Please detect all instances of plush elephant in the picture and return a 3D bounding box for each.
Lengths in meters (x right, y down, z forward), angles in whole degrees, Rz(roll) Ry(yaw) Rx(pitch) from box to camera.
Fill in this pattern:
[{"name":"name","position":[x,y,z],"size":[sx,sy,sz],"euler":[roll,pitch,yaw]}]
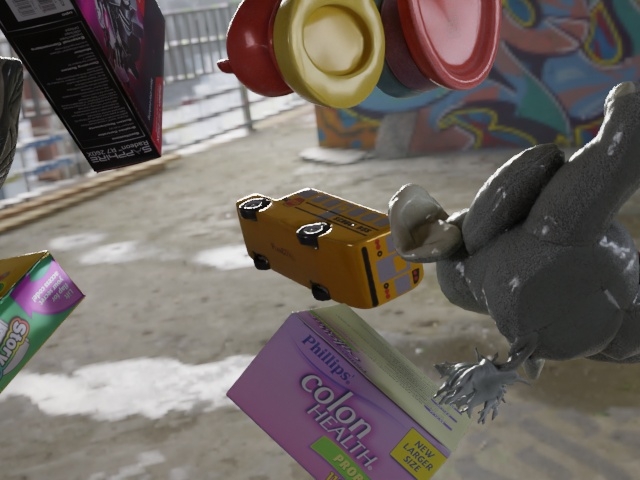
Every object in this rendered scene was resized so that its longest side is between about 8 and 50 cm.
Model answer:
[{"name":"plush elephant","position":[0.220,0.015,1.003],"size":[0.330,0.272,0.255],"euler":[-40,24,5]}]

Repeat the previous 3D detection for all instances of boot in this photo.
[{"name":"boot","position":[-0.529,-0.174,1.397],"size":[0.178,0.236,0.085],"euler":[18,28,-3]}]

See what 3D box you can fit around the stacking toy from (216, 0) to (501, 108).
[{"name":"stacking toy","position":[0.035,-0.268,0.960],"size":[0.309,0.280,0.130],"euler":[-10,8,-44]}]

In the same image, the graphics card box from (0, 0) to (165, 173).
[{"name":"graphics card box","position":[-0.264,-0.275,1.022],"size":[0.094,0.371,0.233],"euler":[-11,54,9]}]

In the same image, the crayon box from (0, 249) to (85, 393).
[{"name":"crayon box","position":[-0.556,0.180,1.387],"size":[0.313,0.106,0.363],"euler":[-10,34,42]}]

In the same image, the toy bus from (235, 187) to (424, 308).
[{"name":"toy bus","position":[0.000,0.000,1.465],"size":[0.130,0.108,0.332],"euler":[-25,25,-25]}]

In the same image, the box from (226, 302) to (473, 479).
[{"name":"box","position":[0.043,0.185,1.084],"size":[0.213,0.117,0.243],"euler":[41,7,11]}]
